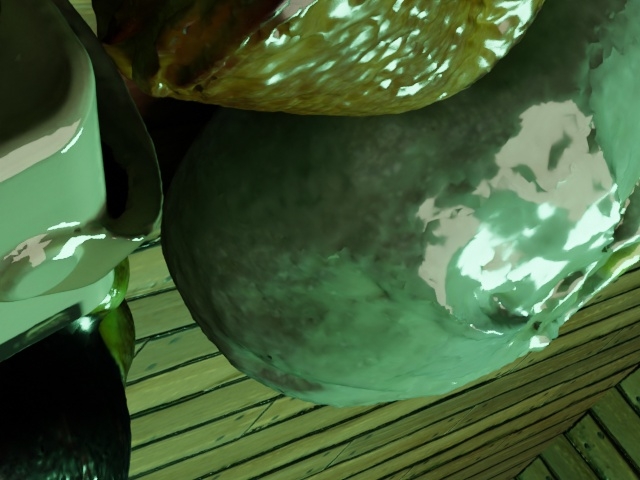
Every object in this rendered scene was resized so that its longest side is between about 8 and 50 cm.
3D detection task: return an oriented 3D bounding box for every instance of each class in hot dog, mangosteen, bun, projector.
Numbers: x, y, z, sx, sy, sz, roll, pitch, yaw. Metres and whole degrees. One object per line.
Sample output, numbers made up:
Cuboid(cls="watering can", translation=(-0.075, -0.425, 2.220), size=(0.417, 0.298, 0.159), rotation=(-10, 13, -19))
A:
Cuboid(cls="hot dog", translation=(0.010, -0.131, 0.802), size=(0.196, 0.122, 0.272), rotation=(-60, 163, 15))
Cuboid(cls="mangosteen", translation=(-0.181, 0.070, 0.864), size=(0.243, 0.243, 0.243), rotation=(-34, 164, -12))
Cuboid(cls="bun", translation=(0.085, -0.048, 1.084), size=(0.362, 0.211, 0.362), rotation=(-37, 164, -13))
Cuboid(cls="projector", translation=(-0.181, -0.027, 0.669), size=(0.242, 0.163, 0.177), rotation=(-29, 163, -16))
